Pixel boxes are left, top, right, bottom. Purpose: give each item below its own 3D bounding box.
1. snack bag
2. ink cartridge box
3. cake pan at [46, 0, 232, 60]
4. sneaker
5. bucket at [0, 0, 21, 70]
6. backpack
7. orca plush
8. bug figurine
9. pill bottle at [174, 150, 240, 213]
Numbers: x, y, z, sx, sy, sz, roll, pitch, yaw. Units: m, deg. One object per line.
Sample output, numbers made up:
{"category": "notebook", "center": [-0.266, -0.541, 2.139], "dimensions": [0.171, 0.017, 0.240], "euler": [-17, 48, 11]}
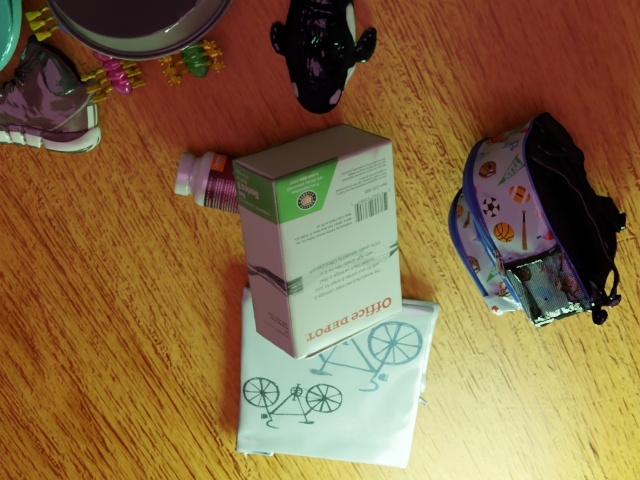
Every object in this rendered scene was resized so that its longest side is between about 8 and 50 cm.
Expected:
{"category": "snack bag", "center": [0.022, 0.237, 1.674], "dimensions": [0.323, 0.037, 0.342], "euler": [5, 115, 1]}
{"category": "ink cartridge box", "center": [0.000, 0.000, 1.460], "dimensions": [0.211, 0.121, 0.289], "euler": [-21, 120, -31]}
{"category": "cake pan", "center": [-0.248, -0.390, 1.313], "dimensions": [0.293, 0.054, 0.293], "euler": [0, 91, 7]}
{"category": "sneaker", "center": [-0.462, -0.226, 1.453], "dimensions": [0.281, 0.106, 0.162], "euler": [5, 110, -10]}
{"category": "bucket", "center": [-0.529, -0.330, 1.311], "dimensions": [0.281, 0.183, 0.281], "euler": [-7, 128, -9]}
{"category": "backpack", "center": [0.307, -0.036, 1.421], "dimensions": [0.213, 0.276, 0.263], "euler": [-16, 111, 25]}
{"category": "orca plush", "center": [0.015, -0.304, 1.377], "dimensions": [0.151, 0.102, 0.287], "euler": [21, 115, -7]}
{"category": "bug figurine", "center": [-0.260, -0.313, 1.404], "dimensions": [0.279, 0.072, 0.216], "euler": [-14, 118, 7]}
{"category": "pill bottle", "center": [-0.140, -0.087, 1.499], "dimensions": [0.152, 0.086, 0.086], "euler": [12, 116, -3]}
